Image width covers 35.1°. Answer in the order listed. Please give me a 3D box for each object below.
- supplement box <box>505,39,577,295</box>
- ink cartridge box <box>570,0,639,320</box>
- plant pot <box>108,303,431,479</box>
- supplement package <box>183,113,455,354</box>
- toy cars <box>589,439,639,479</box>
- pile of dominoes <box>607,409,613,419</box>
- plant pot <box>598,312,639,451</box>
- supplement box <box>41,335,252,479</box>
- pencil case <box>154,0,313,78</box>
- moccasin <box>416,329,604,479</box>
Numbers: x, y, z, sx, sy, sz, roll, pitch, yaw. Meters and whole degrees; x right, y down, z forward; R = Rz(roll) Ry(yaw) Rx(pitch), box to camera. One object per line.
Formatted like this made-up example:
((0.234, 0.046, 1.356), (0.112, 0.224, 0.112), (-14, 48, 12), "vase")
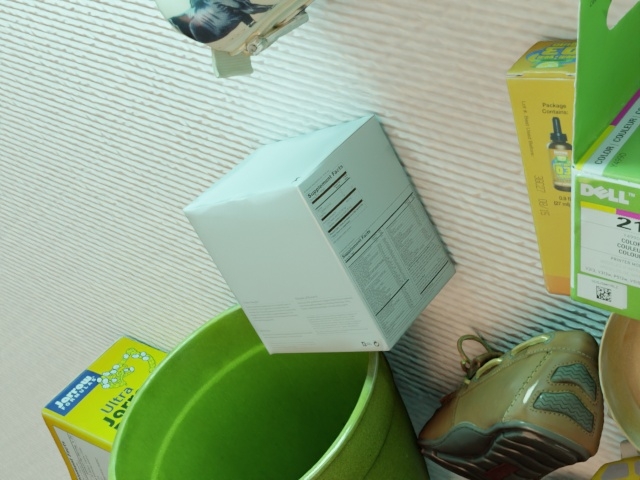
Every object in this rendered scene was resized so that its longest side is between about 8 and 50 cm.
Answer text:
((0.231, -0.060, 0.903), (0.078, 0.080, 0.233), (8, 131, 37), "supplement box")
((0.266, -0.090, 0.750), (0.097, 0.189, 0.255), (17, 134, 32), "ink cartridge box")
((-0.012, 0.309, 1.281), (0.366, 0.366, 0.353), (0, 136, 42), "plant pot")
((0.000, 0.000, 1.107), (0.194, 0.149, 0.203), (-8, 118, 46), "supplement package")
((0.302, 0.291, 1.119), (0.176, 0.087, 0.394), (4, 155, -15), "toy cars")
((0.420, 0.163, 0.984), (0.251, 0.040, 0.196), (28, 139, 8), "pile of dominoes")
((0.370, 0.110, 0.899), (0.236, 0.032, 0.236), (5, 108, 16), "plant pot")
((-0.221, 0.323, 1.566), (0.356, 0.195, 0.194), (16, 133, 31), "supplement box")
((0.012, -0.293, 0.819), (0.410, 0.160, 0.184), (-24, 89, 50), "pencil case")
((0.200, 0.181, 1.103), (0.139, 0.147, 0.380), (22, 158, 4), "moccasin")
